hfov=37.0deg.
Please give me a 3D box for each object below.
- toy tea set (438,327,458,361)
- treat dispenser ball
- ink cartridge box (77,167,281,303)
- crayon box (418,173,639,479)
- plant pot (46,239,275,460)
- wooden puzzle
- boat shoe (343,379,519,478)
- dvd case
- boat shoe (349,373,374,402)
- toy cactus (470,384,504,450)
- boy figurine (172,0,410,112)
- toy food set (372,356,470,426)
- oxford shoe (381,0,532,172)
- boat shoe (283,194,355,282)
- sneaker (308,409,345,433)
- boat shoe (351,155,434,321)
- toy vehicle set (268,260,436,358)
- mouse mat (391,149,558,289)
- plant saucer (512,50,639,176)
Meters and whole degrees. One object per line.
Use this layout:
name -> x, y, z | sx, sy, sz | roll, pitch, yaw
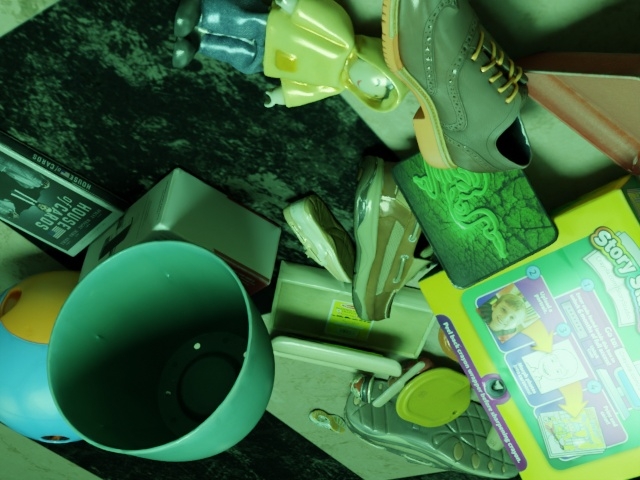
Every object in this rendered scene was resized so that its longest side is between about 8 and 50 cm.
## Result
toy tea set -> 0.334, 0.167, 1.466 | 0.336, 0.124, 0.200 | 45, 127, 11
treat dispenser ball -> -0.430, 0.192, 1.602 | 0.288, 0.288, 0.288 | 7, 144, 5
ink cartridge box -> -0.224, 0.032, 1.484 | 0.197, 0.114, 0.273 | 30, 140, -26
crayon box -> 0.357, 0.141, 1.298 | 0.313, 0.106, 0.363 | -27, 92, 30
plant pot -> -0.197, 0.178, 1.354 | 0.293, 0.293, 0.235 | -1, 156, 16
wooden puzzle -> 0.018, 0.193, 1.650 | 0.221, 0.044, 0.239 | 12, 171, -3
boat shoe -> 0.212, 0.366, 1.835 | 0.355, 0.132, 0.130 | 22, 153, -2
dvd case -> -0.441, -0.071, 1.474 | 0.238, 0.029, 0.179 | 32, 139, -25
boat shoe -> 0.073, 0.261, 1.714 | 0.043, 0.049, 0.137 | 13, 176, 3
toy cactus -> 0.341, 0.303, 1.657 | 0.219, 0.112, 0.180 | 33, 127, 12
boy figurine -> -0.027, -0.216, 1.126 | 0.285, 0.092, 0.177 | 17, 141, -3
toy food set -> 0.184, 0.258, 1.720 | 0.218, 0.071, 0.128 | 28, 110, -43
oxford shoe -> 0.162, -0.201, 1.046 | 0.132, 0.130, 0.364 | 15, 157, 27
boat shoe -> 0.000, 0.000, 1.437 | 0.059, 0.063, 0.170 | -9, 130, 29
sneaker -> 0.013, 0.369, 1.955 | 0.083, 0.032, 0.037 | 32, 153, -19
boat shoe -> 0.108, 0.012, 1.375 | 0.120, 0.122, 0.324 | 4, 144, 4
toy vehicle set -> 0.052, 0.119, 1.597 | 0.267, 0.035, 0.166 | 12, 145, -2
mouse mat -> 0.197, -0.048, 1.231 | 0.152, 0.007, 0.190 | -29, 91, 12
plant saucer -> 0.363, -0.137, 1.072 | 0.258, 0.048, 0.259 | 31, 178, -25
